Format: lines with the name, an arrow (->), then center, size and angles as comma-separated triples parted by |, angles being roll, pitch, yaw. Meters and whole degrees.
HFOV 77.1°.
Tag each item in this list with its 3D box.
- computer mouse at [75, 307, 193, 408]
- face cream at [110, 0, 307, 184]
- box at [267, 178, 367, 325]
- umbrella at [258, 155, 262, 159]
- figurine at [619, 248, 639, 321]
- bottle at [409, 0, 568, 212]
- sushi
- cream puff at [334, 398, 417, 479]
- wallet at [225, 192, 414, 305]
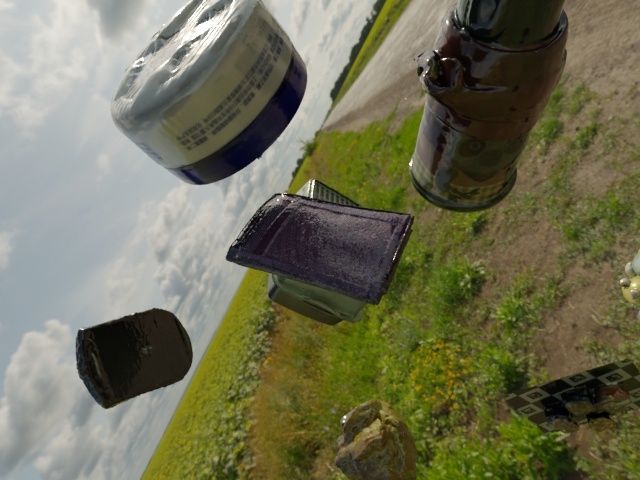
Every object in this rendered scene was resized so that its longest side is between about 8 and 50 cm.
computer mouse -> -0.384, 0.238, 0.835 | 0.087, 0.169, 0.295 | -26, -11, 18
face cream -> -0.125, -0.173, 0.442 | 0.205, 0.111, 0.206 | -18, 51, 23
box -> 0.006, 0.026, 0.859 | 0.166, 0.220, 0.291 | -47, 25, 35
umbrella -> -0.165, -0.237, 1.040 | 0.020, 0.031, 0.083 | -47, -14, -17
figurine -> 0.674, 0.066, 0.795 | 0.155, 0.236, 0.127 | -34, 21, 16
bottle -> 0.164, -0.157, 0.423 | 0.156, 0.143, 0.271 | -43, -28, -22
sushi -> 0.458, 0.294, 0.693 | 0.210, 0.192, 0.040 | -34, 31, 29
cream puff -> 0.142, 0.534, 1.023 | 0.244, 0.196, 0.245 | -39, 42, 47
wallet -> 0.000, -0.001, 0.401 | 0.111, 0.165, 0.030 | -56, -32, -41
